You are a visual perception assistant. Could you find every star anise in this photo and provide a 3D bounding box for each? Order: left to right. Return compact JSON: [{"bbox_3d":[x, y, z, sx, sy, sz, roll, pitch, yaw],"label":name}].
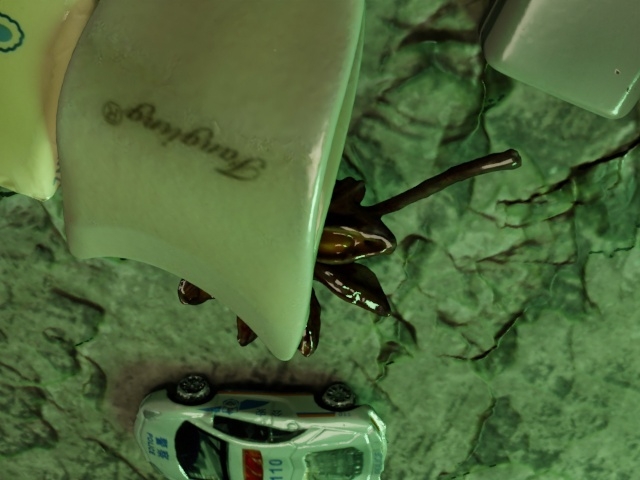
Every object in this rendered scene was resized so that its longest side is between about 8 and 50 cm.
[{"bbox_3d":[0.002,0.001,0.618,0.233,0.073,0.177,14,114,16],"label":"star anise"}]

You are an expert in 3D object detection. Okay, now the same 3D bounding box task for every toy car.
[{"bbox_3d":[-0.049,0.162,0.735,0.204,0.056,0.095,2,122,2],"label":"toy car"}]

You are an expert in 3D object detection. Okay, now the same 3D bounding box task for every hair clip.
[{"bbox_3d":[-0.052,-0.078,0.521,0.172,0.113,0.282,26,102,11],"label":"hair clip"}]

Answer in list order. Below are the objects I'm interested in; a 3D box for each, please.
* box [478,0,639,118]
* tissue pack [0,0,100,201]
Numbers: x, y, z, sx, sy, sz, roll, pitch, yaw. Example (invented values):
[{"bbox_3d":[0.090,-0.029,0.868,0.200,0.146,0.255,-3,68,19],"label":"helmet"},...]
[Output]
[{"bbox_3d":[0.184,-0.191,0.506,0.103,0.055,0.244,22,120,-8],"label":"box"},{"bbox_3d":[-0.195,-0.140,0.544,0.148,0.092,0.196,20,120,-5],"label":"tissue pack"}]
